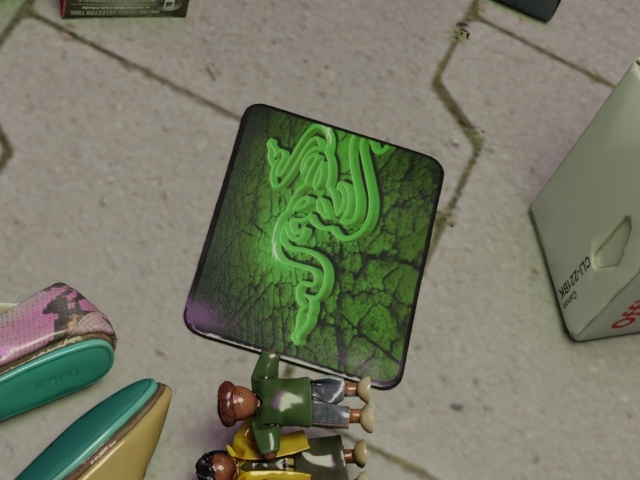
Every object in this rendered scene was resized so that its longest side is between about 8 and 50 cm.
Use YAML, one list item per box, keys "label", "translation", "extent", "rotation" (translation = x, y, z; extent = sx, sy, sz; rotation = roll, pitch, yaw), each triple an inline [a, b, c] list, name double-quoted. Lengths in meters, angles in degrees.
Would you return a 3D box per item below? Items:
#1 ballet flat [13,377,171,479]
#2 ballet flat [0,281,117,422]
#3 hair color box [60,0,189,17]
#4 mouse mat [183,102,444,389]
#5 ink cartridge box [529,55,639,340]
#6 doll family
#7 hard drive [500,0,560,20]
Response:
- label: "ballet flat"
  translation: [-0.166, 0.172, 0.771]
  extent: [0.232, 0.080, 0.073]
  rotation: [-37, 105, -24]
- label: "ballet flat"
  translation: [-0.228, 0.087, 0.794]
  extent: [0.221, 0.077, 0.079]
  rotation: [-27, 54, -29]
- label: "hair color box"
  translation: [-0.150, -0.246, 0.987]
  extent: [0.093, 0.053, 0.167]
  rotation: [-3, 66, -17]
- label: "mouse mat"
  translation: [0.000, 0.000, 0.926]
  extent: [0.152, 0.007, 0.190]
  rotation: [17, 60, -5]
- label: "ink cartridge box"
  translation: [0.306, -0.035, 0.910]
  extent: [0.273, 0.197, 0.114]
  rotation: [-8, 64, -18]
- label: "doll family"
  translation: [-0.025, 0.164, 0.793]
  extent: [0.111, 0.076, 0.193]
  rotation: [0, 62, -8]
- label: "hard drive"
  translation: [0.107, -0.299, 1.076]
  extent: [0.254, 0.054, 0.172]
  rotation: [29, 60, 2]
